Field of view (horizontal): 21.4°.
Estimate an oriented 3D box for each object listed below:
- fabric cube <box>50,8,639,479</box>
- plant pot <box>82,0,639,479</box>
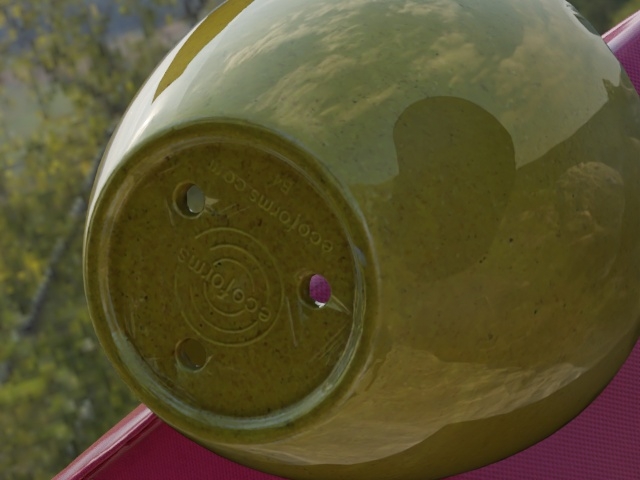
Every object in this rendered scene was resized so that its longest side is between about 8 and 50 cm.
[{"bbox_3d":[0.079,0.104,0.659,0.258,0.259,0.254,-37,-1,-39],"label":"fabric cube"},{"bbox_3d":[0.000,0.000,0.381,0.134,0.134,0.095,-10,5,27],"label":"plant pot"}]
